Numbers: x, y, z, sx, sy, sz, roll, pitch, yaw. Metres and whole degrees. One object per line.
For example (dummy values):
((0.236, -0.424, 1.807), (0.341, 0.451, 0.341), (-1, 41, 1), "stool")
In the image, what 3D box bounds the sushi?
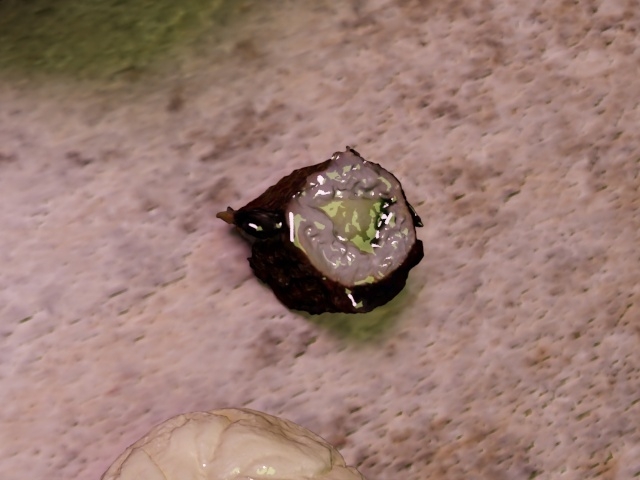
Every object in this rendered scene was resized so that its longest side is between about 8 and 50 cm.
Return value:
((0.001, 0.000, 1.161), (0.098, 0.084, 0.094), (-35, 100, -20), "sushi")

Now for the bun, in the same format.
((-0.041, 0.175, 1.097), (0.188, 0.111, 0.164), (36, 72, -18), "bun")
